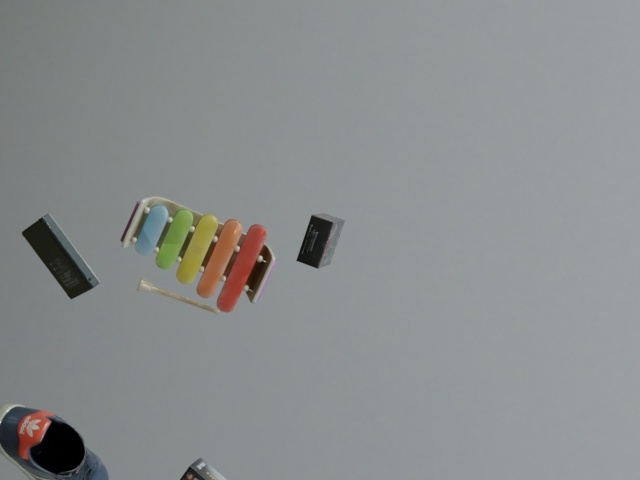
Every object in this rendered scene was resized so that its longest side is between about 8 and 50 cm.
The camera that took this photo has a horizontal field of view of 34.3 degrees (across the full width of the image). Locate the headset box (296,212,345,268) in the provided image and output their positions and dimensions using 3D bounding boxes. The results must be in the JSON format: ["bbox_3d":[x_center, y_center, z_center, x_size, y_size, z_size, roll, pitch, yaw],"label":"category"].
[{"bbox_3d":[0.000,0.000,1.298,0.083,0.032,0.062,-13,122,-76],"label":"headset box"}]

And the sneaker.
[{"bbox_3d":[-0.507,0.446,2.081,0.148,0.350,0.131,4,-120,30],"label":"sneaker"}]

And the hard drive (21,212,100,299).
[{"bbox_3d":[-0.413,0.026,1.645,0.022,0.135,0.094,-42,-168,-36],"label":"hard drive"}]

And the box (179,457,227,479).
[{"bbox_3d":[-0.253,0.599,2.163,0.231,0.183,0.056,-54,170,17],"label":"box"}]

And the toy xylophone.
[{"bbox_3d":[-0.260,0.041,2.175,0.081,0.323,0.236,-93,-160,-73],"label":"toy xylophone"}]
